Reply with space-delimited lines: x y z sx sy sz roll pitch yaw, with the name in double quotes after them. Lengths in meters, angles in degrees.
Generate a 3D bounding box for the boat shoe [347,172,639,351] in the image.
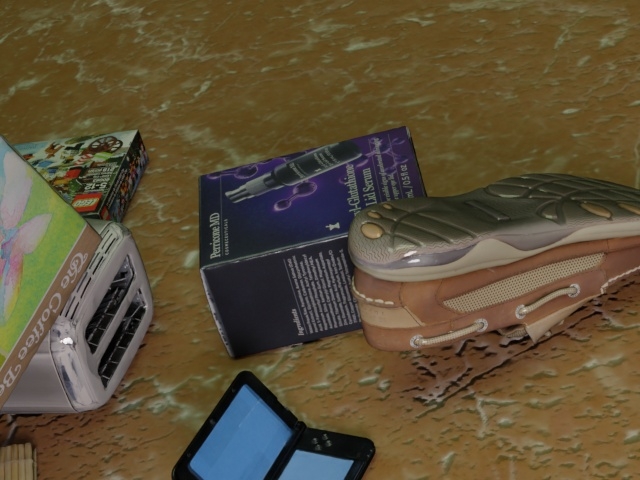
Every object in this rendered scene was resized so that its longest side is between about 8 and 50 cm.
0.164 0.020 1.064 0.324 0.116 0.123 -7 24 -24 "boat shoe"

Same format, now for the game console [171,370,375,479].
-0.033 0.168 0.975 0.107 0.071 0.122 6 41 29 "game console"

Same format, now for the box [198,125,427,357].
0.000 0.000 1.161 0.207 0.108 0.153 -14 36 3 "box"

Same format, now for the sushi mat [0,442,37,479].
-0.284 0.278 0.967 0.151 0.019 0.316 -18 34 -1 "sushi mat"

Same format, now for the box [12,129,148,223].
-0.319 -0.049 1.409 0.233 0.044 0.159 -6 36 14 "box"

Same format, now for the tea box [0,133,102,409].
-0.380 0.035 0.928 0.220 0.323 0.329 23 75 24 "tea box"

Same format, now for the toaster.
-0.246 0.069 1.148 0.146 0.129 0.227 0 36 18 "toaster"
